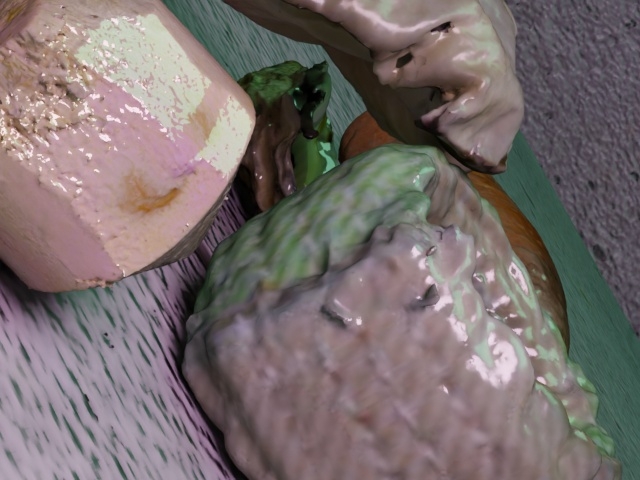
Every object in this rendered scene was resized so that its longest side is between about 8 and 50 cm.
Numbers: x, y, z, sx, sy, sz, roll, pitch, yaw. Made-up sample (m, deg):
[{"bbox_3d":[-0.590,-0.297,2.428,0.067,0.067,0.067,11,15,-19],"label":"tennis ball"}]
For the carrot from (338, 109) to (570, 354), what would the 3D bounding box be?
[{"bbox_3d":[0.095,0.011,1.116,0.138,0.139,0.302,50,17,-36],"label":"carrot"}]

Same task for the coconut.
[{"bbox_3d":[-0.089,-0.038,0.602,0.122,0.116,0.116,47,18,-28],"label":"coconut"}]

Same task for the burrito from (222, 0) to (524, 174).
[{"bbox_3d":[-0.016,-0.166,0.822,0.332,0.135,0.190,36,-8,0],"label":"burrito"}]

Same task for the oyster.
[{"bbox_3d":[-0.019,-0.028,0.947,0.133,0.072,0.209,37,46,-72],"label":"oyster"}]

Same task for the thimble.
[{"bbox_3d":[0.039,0.066,0.765,0.219,0.150,0.219,55,14,-20],"label":"thimble"}]
